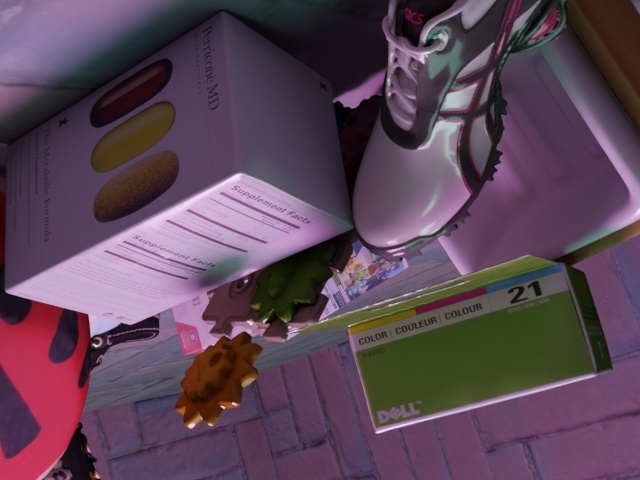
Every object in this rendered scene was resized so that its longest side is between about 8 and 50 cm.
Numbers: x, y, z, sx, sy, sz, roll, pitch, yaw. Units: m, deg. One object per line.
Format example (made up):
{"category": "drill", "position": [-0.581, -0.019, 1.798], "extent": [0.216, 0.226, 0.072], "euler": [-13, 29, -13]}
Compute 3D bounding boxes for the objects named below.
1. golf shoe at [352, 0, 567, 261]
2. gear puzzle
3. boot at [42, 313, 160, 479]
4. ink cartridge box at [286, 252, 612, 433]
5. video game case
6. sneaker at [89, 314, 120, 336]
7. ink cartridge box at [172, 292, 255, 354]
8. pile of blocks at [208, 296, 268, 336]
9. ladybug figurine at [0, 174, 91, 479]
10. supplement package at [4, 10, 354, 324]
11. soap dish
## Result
{"category": "golf shoe", "position": [0.075, -0.113, 0.614], "extent": [0.120, 0.105, 0.272], "euler": [9, 115, -44]}
{"category": "gear puzzle", "position": [-0.040, 0.003, 0.774], "extent": [0.044, 0.338, 0.176], "euler": [42, 153, -30]}
{"category": "boot", "position": [-0.379, 0.236, 1.366], "extent": [0.138, 0.284, 0.377], "euler": [-25, 165, 36]}
{"category": "ink cartridge box", "position": [0.112, 0.086, 0.719], "extent": [0.189, 0.097, 0.255], "euler": [-19, 169, 20]}
{"category": "video game case", "position": [-0.004, 0.007, 1.076], "extent": [0.184, 0.023, 0.201], "euler": [-31, 131, -4]}
{"category": "sneaker", "position": [-0.261, 0.061, 1.086], "extent": [0.150, 0.135, 0.366], "euler": [-1, 162, -44]}
{"category": "ink cartridge box", "position": [-0.142, 0.107, 1.514], "extent": [0.198, 0.115, 0.067], "euler": [-20, 167, 20]}
{"category": "pile of blocks", "position": [-0.109, 0.062, 1.271], "extent": [0.113, 0.148, 0.362], "euler": [3, 167, 4]}
{"category": "ladybug figurine", "position": [-0.329, 0.113, 0.820], "extent": [0.305, 0.162, 0.449], "euler": [-44, 158, -25]}
{"category": "supplement package", "position": [-0.116, -0.044, 0.715], "extent": [0.244, 0.139, 0.134], "euler": [-24, 151, 30]}
{"category": "soap dish", "position": [0.184, -0.092, 0.794], "extent": [0.118, 0.228, 0.291], "euler": [-30, 175, -26]}
